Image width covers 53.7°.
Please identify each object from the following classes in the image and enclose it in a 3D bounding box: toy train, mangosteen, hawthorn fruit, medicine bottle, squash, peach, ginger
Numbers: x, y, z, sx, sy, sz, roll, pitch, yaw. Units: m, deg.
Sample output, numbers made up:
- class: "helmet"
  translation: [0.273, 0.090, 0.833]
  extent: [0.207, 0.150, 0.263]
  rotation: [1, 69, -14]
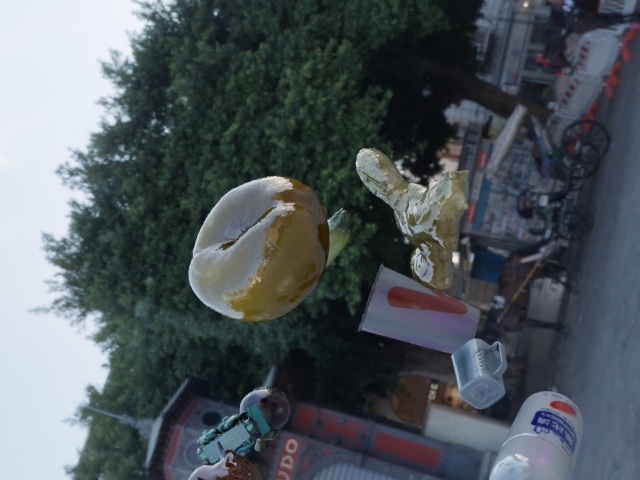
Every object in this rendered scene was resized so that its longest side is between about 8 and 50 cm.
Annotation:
- class: "toy train"
  translation: [-0.232, 0.522, 1.689]
  extent: [0.198, 0.107, 0.154]
  rotation: [-36, -9, 18]
- class: "mangosteen"
  translation: [-0.177, 0.565, 2.044]
  extent: [0.172, 0.173, 0.183]
  rotation: [85, 178, -50]
- class: "hawthorn fruit"
  translation: [-0.223, 0.582, 1.422]
  extent: [0.208, 0.208, 0.248]
  rotation: [33, -124, -74]
- class: "medicine bottle"
  translation: [0.403, 0.400, 1.172]
  extent: [0.341, 0.130, 0.130]
  rotation: [-18, -60, -60]
- class: "squash"
  translation: [0.000, 0.000, 1.252]
  extent: [0.224, 0.094, 0.094]
  rotation: [-43, 17, 50]
- class: "peach"
  translation: [-0.100, 0.013, 1.015]
  extent: [0.153, 0.251, 0.251]
  rotation: [55, -134, -43]
- class: "ginger"
  translation: [0.219, -0.018, 1.290]
  extent: [0.362, 0.122, 0.348]
  rotation: [68, 170, -19]

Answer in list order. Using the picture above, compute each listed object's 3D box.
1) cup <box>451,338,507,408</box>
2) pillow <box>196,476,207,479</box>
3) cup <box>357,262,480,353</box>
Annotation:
- class: "cup"
  translation: [0.374, 0.296, 1.448]
  extent: [0.128, 0.095, 0.129]
  rotation: [-45, 19, 27]
- class: "pillow"
  translation: [-0.148, 0.435, 1.012]
  extent: [0.090, 0.150, 0.048]
  rotation: [-58, 5, 47]
- class: "cup"
  translation: [0.265, 0.197, 1.686]
  extent: [0.203, 0.289, 0.202]
  rotation: [20, -90, -82]
